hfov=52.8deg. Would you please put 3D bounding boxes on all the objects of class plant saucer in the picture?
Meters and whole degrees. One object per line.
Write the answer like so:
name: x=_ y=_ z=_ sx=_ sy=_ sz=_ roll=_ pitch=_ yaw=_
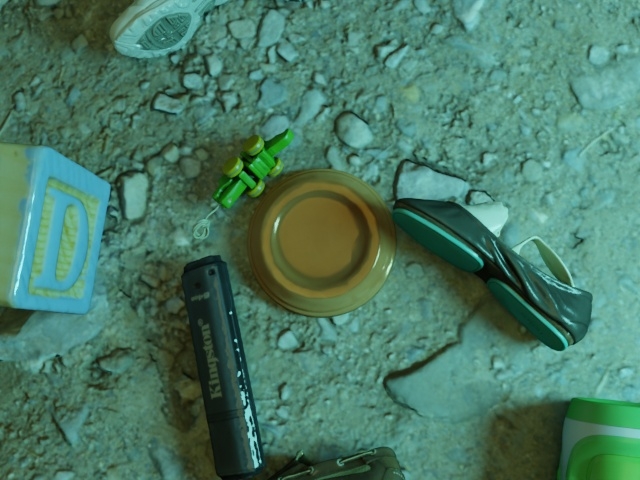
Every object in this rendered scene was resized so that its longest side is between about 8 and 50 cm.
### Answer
plant saucer: x=0.000 y=0.000 z=0.841 sx=0.199 sy=0.037 sz=0.200 roll=-1 pitch=80 yaw=5

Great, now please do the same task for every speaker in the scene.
speaker: x=0.331 y=0.332 z=0.714 sx=0.131 sy=0.131 sz=0.297 roll=4 pitch=81 yaw=6

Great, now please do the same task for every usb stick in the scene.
usb stick: x=-0.124 y=0.159 z=0.812 sx=0.077 sy=0.045 sz=0.278 roll=-22 pitch=76 yaw=41

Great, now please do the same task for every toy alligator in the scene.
toy alligator: x=-0.112 y=-0.083 z=0.860 sx=0.190 sy=0.056 sz=0.051 roll=-47 pitch=38 yaw=-2

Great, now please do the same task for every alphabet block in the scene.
alphabet block: x=-0.404 y=-0.013 z=0.799 sx=0.197 sy=0.193 sz=0.193 roll=7 pitch=80 yaw=6

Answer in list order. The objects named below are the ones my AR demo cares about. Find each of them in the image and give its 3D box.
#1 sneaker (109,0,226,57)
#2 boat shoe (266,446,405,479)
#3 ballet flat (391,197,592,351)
sneaker: x=-0.211 y=-0.351 z=0.901 sx=0.232 sy=0.090 sz=0.115 roll=-43 pitch=73 yaw=-12
boat shoe: x=-0.022 y=0.307 z=0.779 sx=0.257 sy=0.095 sz=0.095 roll=-12 pitch=44 yaw=10
ballet flat: x=0.218 y=0.018 z=0.799 sx=0.280 sy=0.095 sz=0.096 roll=40 pitch=76 yaw=0
